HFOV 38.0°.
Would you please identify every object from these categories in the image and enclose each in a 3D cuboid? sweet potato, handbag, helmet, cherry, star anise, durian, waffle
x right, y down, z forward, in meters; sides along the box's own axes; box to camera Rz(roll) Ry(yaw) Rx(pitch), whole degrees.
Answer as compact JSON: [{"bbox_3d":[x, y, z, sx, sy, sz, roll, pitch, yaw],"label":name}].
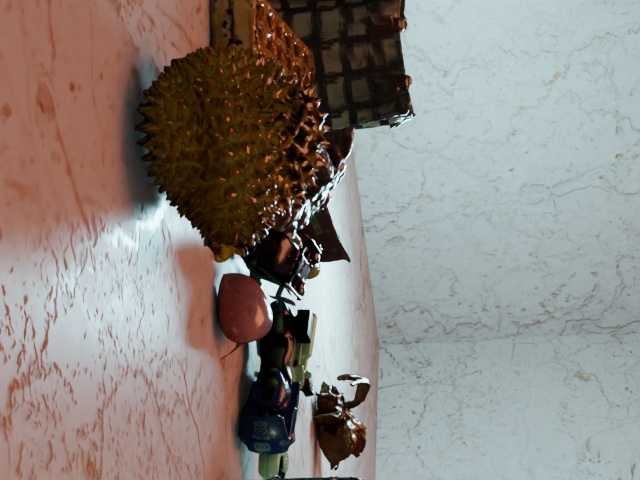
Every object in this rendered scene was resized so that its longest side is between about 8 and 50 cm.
[{"bbox_3d":[-0.038,0.048,2.259,0.226,0.068,0.068,64,24,-60],"label":"sweet potato"},{"bbox_3d":[0.039,-0.401,2.092,0.162,0.327,0.325,-37,121,-76],"label":"handbag"},{"bbox_3d":[0.000,0.000,2.346,0.175,0.106,0.155,62,-2,22],"label":"helmet"},{"bbox_3d":[-0.124,0.119,1.522,0.106,0.087,0.126,-85,172,-69],"label":"cherry"},{"bbox_3d":[-0.040,-0.098,1.777,0.108,0.315,0.315,43,7,4],"label":"star anise"},{"bbox_3d":[-0.115,-0.126,1.217,0.293,0.258,0.258,-70,158,-44],"label":"durian"},{"bbox_3d":[-0.099,-0.307,1.711,0.308,0.091,0.213,29,57,-68],"label":"waffle"},{"bbox_3d":[0.054,0.458,2.441,0.237,0.148,0.346,-88,180,-48],"label":"star anise"}]

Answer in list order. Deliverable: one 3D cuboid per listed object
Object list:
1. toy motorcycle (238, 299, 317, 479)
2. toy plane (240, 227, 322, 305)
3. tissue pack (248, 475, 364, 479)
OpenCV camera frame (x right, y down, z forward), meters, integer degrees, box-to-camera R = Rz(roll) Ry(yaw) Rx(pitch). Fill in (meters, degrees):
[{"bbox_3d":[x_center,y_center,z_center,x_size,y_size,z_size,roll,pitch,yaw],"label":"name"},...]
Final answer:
[{"bbox_3d":[-0.081,0.272,1.675,0.196,0.125,0.331,72,20,-63],"label":"toy motorcycle"},{"bbox_3d":[-0.081,0.040,1.665,0.382,0.155,0.106,53,59,-71],"label":"toy plane"},{"bbox_3d":[-0.017,0.608,1.473,0.264,0.253,0.416,75,12,-54],"label":"tissue pack"}]
